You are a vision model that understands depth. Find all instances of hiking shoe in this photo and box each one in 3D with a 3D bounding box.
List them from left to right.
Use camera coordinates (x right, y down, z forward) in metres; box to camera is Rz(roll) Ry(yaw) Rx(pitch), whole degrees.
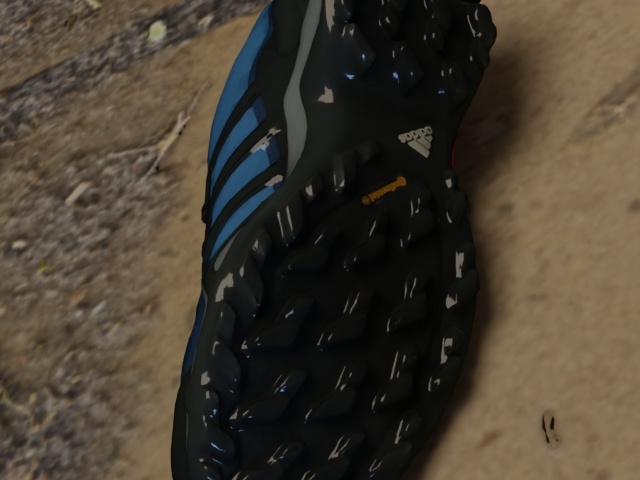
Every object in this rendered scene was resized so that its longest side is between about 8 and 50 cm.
[{"bbox_3d":[0.000,0.000,0.809,0.132,0.113,0.304,-36,33,58],"label":"hiking shoe"}]
